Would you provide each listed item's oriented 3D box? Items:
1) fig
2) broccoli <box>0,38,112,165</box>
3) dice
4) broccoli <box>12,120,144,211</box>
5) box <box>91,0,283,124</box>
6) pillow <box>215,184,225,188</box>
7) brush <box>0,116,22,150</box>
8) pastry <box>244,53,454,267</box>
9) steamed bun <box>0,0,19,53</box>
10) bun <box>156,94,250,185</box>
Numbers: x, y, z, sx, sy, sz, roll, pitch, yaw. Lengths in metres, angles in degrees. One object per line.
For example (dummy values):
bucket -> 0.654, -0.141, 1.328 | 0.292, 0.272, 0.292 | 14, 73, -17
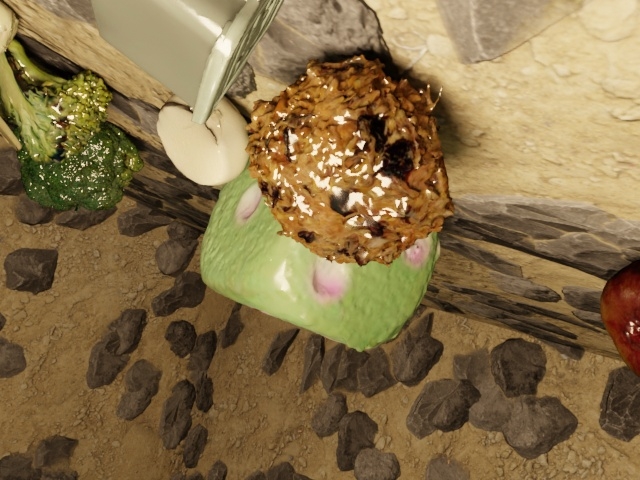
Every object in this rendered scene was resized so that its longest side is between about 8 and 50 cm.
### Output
fig -> 0.617, 0.127, 0.833 | 0.320, 0.217, 0.217 | 1, 179, -23
broccoli -> -0.535, -0.304, 1.065 | 0.242, 0.273, 0.180 | 1, -155, 39
dice -> 0.000, 0.000, 0.955 | 0.330, 0.319, 0.322 | 28, 169, -33
broccoli -> -0.653, -0.218, 1.429 | 0.321, 0.304, 0.283 | 25, -160, -10
box -> -0.111, -0.224, 0.467 | 0.135, 0.163, 0.243 | 33, 169, -14
pillow -> -0.135, -0.133, 1.253 | 0.280, 0.076, 0.274 | 18, 173, -22
brush -> -0.632, -0.288, 0.939 | 0.085, 0.020, 0.337 | 31, 152, 24
pastry -> 0.040, -0.099, 0.655 | 0.274, 0.193, 0.275 | 15, 138, 14
steamed bun -> -0.572, -0.359, 0.867 | 0.112, 0.091, 0.130 | 30, 168, -34
bun -> -0.191, -0.186, 0.916 | 0.172, 0.120, 0.173 | 25, 138, 25
